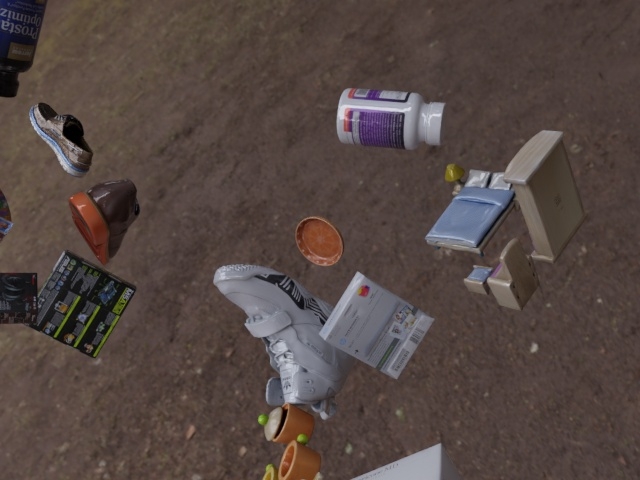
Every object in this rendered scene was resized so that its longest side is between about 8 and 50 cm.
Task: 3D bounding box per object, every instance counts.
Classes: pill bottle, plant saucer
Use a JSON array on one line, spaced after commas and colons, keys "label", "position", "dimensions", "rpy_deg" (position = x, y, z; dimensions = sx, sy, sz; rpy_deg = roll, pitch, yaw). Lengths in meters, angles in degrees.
[{"label": "pill bottle", "position": [-0.556, -0.369, 1.326], "dimensions": [0.123, 0.123, 0.219], "rpy_deg": [45, 120, 54]}, {"label": "plant saucer", "position": [0.000, 0.000, 1.171], "dimensions": [0.084, 0.083, 0.013], "rpy_deg": [-11, 19, 36]}, {"label": "pill bottle", "position": [0.136, -0.227, 1.429], "dimensions": [0.194, 0.108, 0.108], "rpy_deg": [8, 54, 16]}]

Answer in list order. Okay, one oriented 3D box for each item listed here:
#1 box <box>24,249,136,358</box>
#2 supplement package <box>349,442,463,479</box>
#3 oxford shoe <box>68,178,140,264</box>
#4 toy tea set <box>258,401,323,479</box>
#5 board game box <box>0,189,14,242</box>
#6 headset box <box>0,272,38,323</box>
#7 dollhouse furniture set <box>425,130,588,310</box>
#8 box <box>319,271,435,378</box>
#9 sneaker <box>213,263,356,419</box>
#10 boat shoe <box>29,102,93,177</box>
[{"label": "box", "position": [-0.547, 0.146, 1.730], "dimensions": [0.190, 0.184, 0.045], "rpy_deg": [-60, 21, -1]}, {"label": "supplement package", "position": [0.133, 0.462, 1.081], "dimensions": [0.178, 0.175, 0.293], "rpy_deg": [-28, 10, 17]}, {"label": "oxford shoe", "position": [-0.328, -0.030, 1.196], "dimensions": [0.098, 0.096, 0.271], "rpy_deg": [-34, 2, -18]}, {"label": "toy tea set", "position": [-0.087, 0.407, 1.279], "dimensions": [0.336, 0.124, 0.200], "rpy_deg": [-105, 40, -71]}, {"label": "board game box", "position": [-0.369, 0.006, 0.742], "dimensions": [0.033, 0.133, 0.168], "rpy_deg": [19, 72, 29]}, {"label": "headset box", "position": [-0.411, 0.075, 0.982], "dimensions": [0.032, 0.083, 0.062], "rpy_deg": [122, 143, -47]}, {"label": "dollhouse furniture set", "position": [0.290, -0.063, 1.425], "dimensions": [0.303, 0.198, 0.286], "rpy_deg": [12, 51, 46]}, {"label": "box", "position": [0.111, 0.167, 1.472], "dimensions": [0.145, 0.186, 0.038], "rpy_deg": [-59, 25, 1]}, {"label": "sneaker", "position": [-0.074, 0.204, 1.509], "dimensions": [0.137, 0.366, 0.210], "rpy_deg": [-23, 41, 50]}, {"label": "boat shoe", "position": [-0.491, -0.208, 1.463], "dimensions": [0.066, 0.066, 0.183], "rpy_deg": [-46, 74, 23]}]
